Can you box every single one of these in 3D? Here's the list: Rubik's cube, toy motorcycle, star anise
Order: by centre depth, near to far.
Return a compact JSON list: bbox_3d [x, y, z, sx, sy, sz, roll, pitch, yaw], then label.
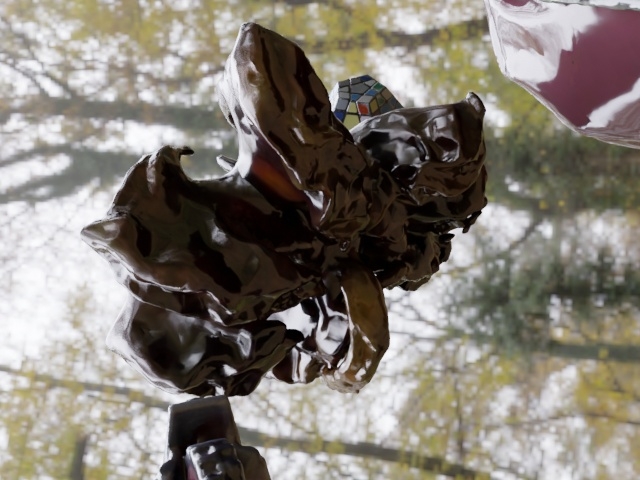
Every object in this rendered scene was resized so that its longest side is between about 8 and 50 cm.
[{"bbox_3d":[-0.045,0.153,0.544,0.122,0.080,0.215,-118,24,-48],"label":"toy motorcycle"},{"bbox_3d":[0.000,0.000,0.561,0.220,0.126,0.190,9,-62,-54],"label":"star anise"},{"bbox_3d":[0.054,-0.160,1.578,0.111,0.111,0.093,-56,-30,-44],"label":"Rubik's cube"}]

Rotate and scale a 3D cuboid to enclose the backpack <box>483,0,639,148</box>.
[{"bbox_3d":[0.195,-0.153,0.510,0.197,0.317,0.283,-22,-66,-46],"label":"backpack"}]
